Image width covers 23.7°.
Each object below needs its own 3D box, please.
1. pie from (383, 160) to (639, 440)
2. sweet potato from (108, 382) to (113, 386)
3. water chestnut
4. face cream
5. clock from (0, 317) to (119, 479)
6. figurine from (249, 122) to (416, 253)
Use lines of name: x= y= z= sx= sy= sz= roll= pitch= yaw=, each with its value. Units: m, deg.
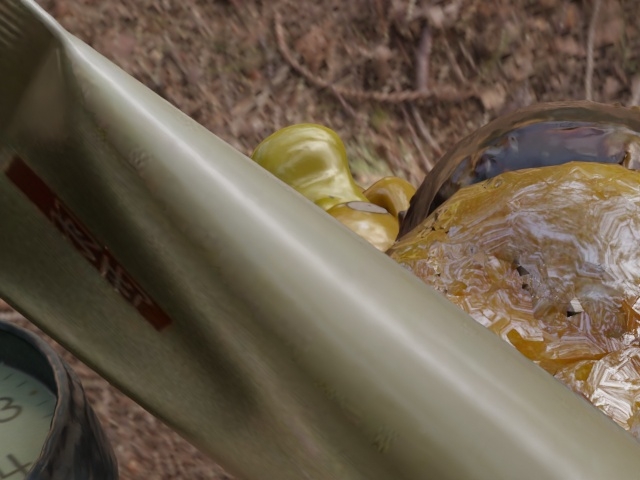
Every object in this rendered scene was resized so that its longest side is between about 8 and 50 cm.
pie: x=0.137 y=0.064 z=0.830 sx=0.273 sy=0.069 sz=0.273 roll=-5 pitch=56 yaw=7
sweet potato: x=-0.148 y=0.092 z=1.429 sx=0.179 sy=0.044 sz=0.044 roll=-44 pitch=54 yaw=37
water chestnut: x=0.186 y=0.035 z=1.063 sx=0.300 sy=0.300 sz=0.300 roll=-7 pitch=65 yaw=16
face cream: x=0.025 y=0.060 z=0.454 sx=0.341 sy=0.137 sz=0.084 roll=37 pitch=56 yaw=-10
clock: x=-0.181 y=0.098 z=0.518 sx=0.226 sy=0.049 sz=0.226 roll=-11 pitch=27 yaw=6
figurine: x=0.001 y=0.005 z=1.416 sx=0.215 sy=0.228 sz=0.215 roll=2 pitch=75 yaw=-7
